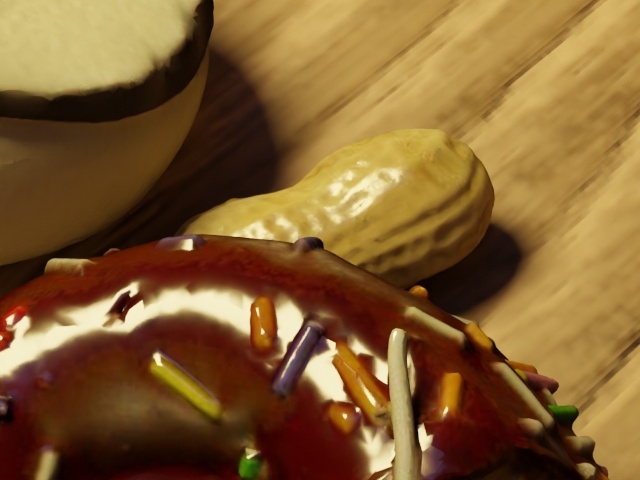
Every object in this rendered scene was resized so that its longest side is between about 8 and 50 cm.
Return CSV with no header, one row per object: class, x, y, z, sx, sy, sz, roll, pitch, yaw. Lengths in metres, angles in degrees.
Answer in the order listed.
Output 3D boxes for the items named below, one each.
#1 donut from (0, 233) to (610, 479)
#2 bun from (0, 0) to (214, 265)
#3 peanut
donut,-0.041,0.094,0.468,0.216,0.096,0.230,26,73,27
bun,-0.125,-0.061,0.587,0.172,0.120,0.173,17,43,-17
peanut,0.000,0.000,0.572,0.113,0.054,0.054,-22,55,-4
